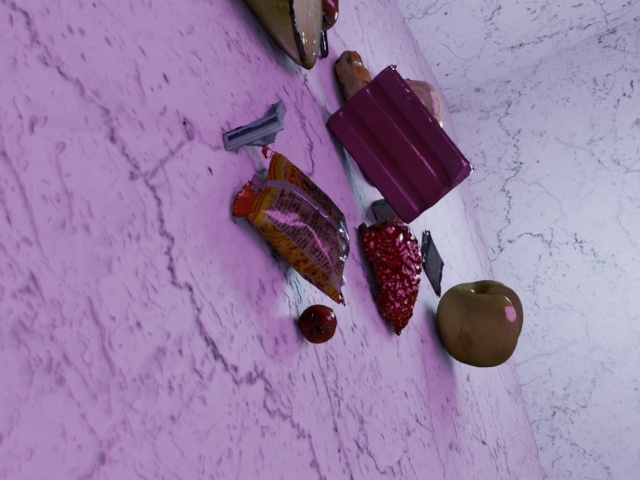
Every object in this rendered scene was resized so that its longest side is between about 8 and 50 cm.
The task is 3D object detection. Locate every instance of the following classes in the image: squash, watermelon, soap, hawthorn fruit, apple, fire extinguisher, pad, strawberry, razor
[{"bbox_3d":[-0.047,-0.552,1.289,0.309,0.210,0.233,45,46,-37],"label":"squash"},{"bbox_3d":[0.197,-0.065,1.645,0.098,0.121,0.158,-28,142,-52],"label":"watermelon"},{"bbox_3d":[0.216,-0.255,1.484,0.359,0.233,0.128,52,22,-1],"label":"soap"},{"bbox_3d":[-0.002,0.149,1.003,0.077,0.077,0.077,47,33,-43],"label":"hawthorn fruit"},{"bbox_3d":[0.517,0.266,1.782,0.292,0.292,0.254,-40,132,-65],"label":"apple"},{"bbox_3d":[0.012,-0.691,1.640,0.200,0.113,0.376,50,30,-40],"label":"fire extinguisher"},{"bbox_3d":[0.410,0.081,2.021,0.174,0.022,0.233,61,26,-22],"label":"pad"},{"bbox_3d":[0.218,0.084,1.457,0.233,0.138,0.306,4,66,-66],"label":"strawberry"},{"bbox_3d":[-0.099,-0.227,1.085,0.278,0.111,0.056,-74,142,-67],"label":"razor"}]

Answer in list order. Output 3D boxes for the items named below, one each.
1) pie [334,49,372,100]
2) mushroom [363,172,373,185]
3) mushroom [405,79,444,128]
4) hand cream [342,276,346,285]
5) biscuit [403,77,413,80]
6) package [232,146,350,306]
[{"bbox_3d":[0.154,-0.448,1.761,0.339,0.083,0.339,52,20,-28],"label":"pie"},{"bbox_3d":[0.190,-0.237,1.694,0.188,0.117,0.141,10,74,-69],"label":"mushroom"},{"bbox_3d":[0.319,-0.447,1.974,0.260,0.254,0.234,28,16,7],"label":"mushroom"},{"bbox_3d":[-0.001,0.000,1.176,0.216,0.038,0.052,64,-4,-5],"label":"hand cream"},{"bbox_3d":[0.374,-0.476,2.227,0.287,0.057,0.343,-90,168,-78],"label":"biscuit"},{"bbox_3d":[-0.028,-0.036,1.038,0.288,0.108,0.223,49,27,-28],"label":"package"}]
